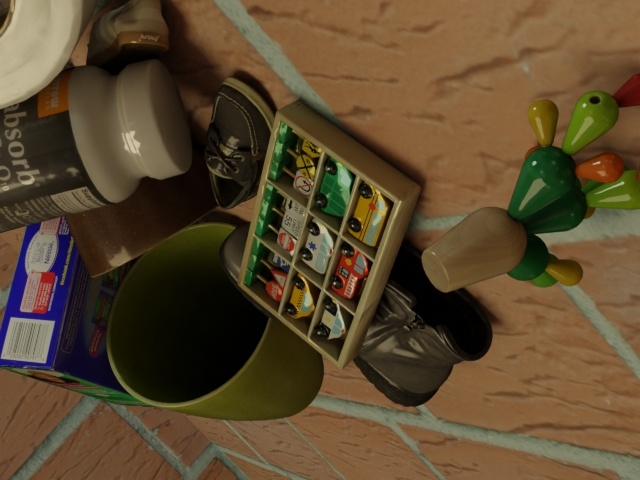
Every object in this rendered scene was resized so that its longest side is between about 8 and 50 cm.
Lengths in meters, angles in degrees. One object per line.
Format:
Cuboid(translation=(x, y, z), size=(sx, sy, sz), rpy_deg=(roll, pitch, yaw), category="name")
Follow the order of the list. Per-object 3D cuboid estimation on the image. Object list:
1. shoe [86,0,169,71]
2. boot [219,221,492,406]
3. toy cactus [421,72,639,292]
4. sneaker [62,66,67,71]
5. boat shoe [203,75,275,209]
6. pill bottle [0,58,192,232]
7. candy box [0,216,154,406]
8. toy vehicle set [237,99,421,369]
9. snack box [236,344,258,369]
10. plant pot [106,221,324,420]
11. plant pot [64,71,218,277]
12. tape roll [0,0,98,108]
Cuboid(translation=(-0.217, -0.230, 1.175), size=(0.219, 0.076, 0.058), rpy_deg=(178, 90, -65), category="shoe")
Cuboid(translation=(0.040, 0.046, 1.224), size=(0.338, 0.118, 0.223), rpy_deg=(32, 152, 5), category="boot")
Cuboid(translation=(0.152, -0.025, 0.754), size=(0.112, 0.180, 0.219), rpy_deg=(57, 160, 19), category="toy cactus")
Cuboid(translation=(-0.375, -0.123, 1.538), size=(0.114, 0.152, 0.305), rpy_deg=(18, 151, 43), category="sneaker")
Cuboid(translation=(-0.095, -0.100, 1.183), size=(0.080, 0.073, 0.223), rpy_deg=(37, 160, 13), category="boat shoe")
Cuboid(translation=(-0.298, -0.107, 1.169), size=(0.162, 0.278, 0.162), rpy_deg=(-14, -90, -81), category="pill bottle")
Cuboid(translation=(-0.327, 0.098, 1.585), size=(0.122, 0.268, 0.317), rpy_deg=(2, 162, 26), category="candy box")
Cuboid(translation=(0.000, 0.000, 1.117), size=(0.166, 0.035, 0.267), rpy_deg=(37, 137, 20), category="toy vehicle set")
Cuboid(translation=(-0.243, 0.138, 1.776), size=(0.322, 0.187, 0.060), rpy_deg=(31, 160, 28), category="snack box")
Cuboid(translation=(-0.120, 0.158, 1.543), size=(0.274, 0.275, 0.293), rpy_deg=(27, 170, 36), category="plant pot")
Cuboid(translation=(-0.262, -0.106, 1.332), size=(0.230, 0.215, 0.215), rpy_deg=(60, 157, -10), category="plant pot")
Cuboid(translation=(-0.370, -0.276, 1.044), size=(0.286, 0.100, 0.286), rpy_deg=(2, 126, 2), category="tape roll")
